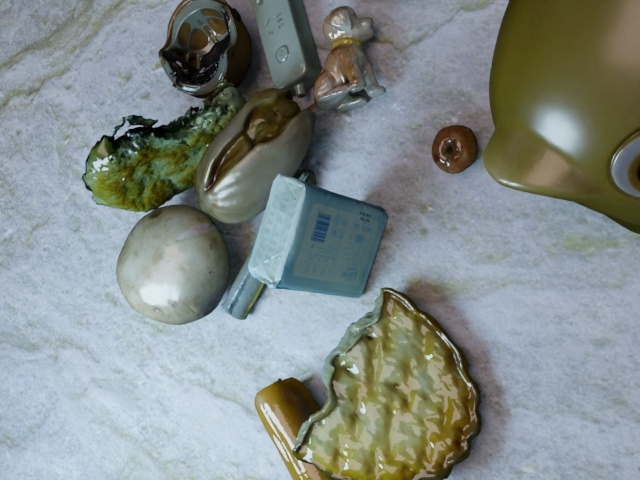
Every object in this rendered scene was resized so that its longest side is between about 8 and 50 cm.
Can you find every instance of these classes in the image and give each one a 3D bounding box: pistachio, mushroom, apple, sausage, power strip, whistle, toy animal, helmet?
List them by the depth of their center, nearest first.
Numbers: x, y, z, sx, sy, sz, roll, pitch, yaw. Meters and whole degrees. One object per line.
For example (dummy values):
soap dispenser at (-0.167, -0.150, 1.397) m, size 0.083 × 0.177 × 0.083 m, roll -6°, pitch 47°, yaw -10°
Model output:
apple at (0.231, -0.156, 1.243) m, size 0.084 × 0.071 × 0.084 m, roll 2°, pitch 93°, yaw 34°
sausage at (-0.006, 0.397, 1.304) m, size 0.112 × 0.112 × 0.328 m, roll -41°, pitch 69°, yaw 21°
toy animal at (0.020, -0.339, 1.373) m, size 0.184 × 0.104 × 0.185 m, roll -15°, pitch 82°, yaw 37°
pistachio at (-0.122, -0.151, 1.384) m, size 0.288 × 0.197 × 0.166 m, roll -43°, pitch 77°, yaw 11°
whistle at (-0.098, 0.006, 1.423) m, size 0.057 × 0.068 × 0.326 m, roll 29°, pitch 101°, yaw -2°
power strip at (-0.085, -0.461, 1.465) m, size 0.091 × 0.062 × 0.385 m, roll -24°, pitch 73°, yaw 30°
mushroom at (-0.294, 0.044, 1.466) m, size 0.255 × 0.184 × 0.255 m, roll -5°, pitch 80°, yaw 32°
helmet at (-0.222, -0.387, 1.499) m, size 0.198 × 0.130 × 0.224 m, roll -25°, pitch 63°, yaw 22°

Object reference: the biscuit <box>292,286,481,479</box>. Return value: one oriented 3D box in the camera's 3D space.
biscuit at (0.093, 0.269, 1.238) m, size 0.335 × 0.078 × 0.329 m, roll -27°, pitch 70°, yaw 4°

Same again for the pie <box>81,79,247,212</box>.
pie at (-0.291, -0.169, 1.413) m, size 0.078 × 0.371 × 0.296 m, roll 51°, pitch 143°, yaw 15°

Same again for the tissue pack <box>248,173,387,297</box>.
tissue pack at (0.000, 0.000, 1.250) m, size 0.089 × 0.263 × 0.177 m, roll 20°, pitch 95°, yaw 34°

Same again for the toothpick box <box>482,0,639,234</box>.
toothpick box at (0.432, -0.225, 0.936) m, size 0.409 × 0.409 × 0.425 m, roll 34°, pitch 108°, yaw 29°
